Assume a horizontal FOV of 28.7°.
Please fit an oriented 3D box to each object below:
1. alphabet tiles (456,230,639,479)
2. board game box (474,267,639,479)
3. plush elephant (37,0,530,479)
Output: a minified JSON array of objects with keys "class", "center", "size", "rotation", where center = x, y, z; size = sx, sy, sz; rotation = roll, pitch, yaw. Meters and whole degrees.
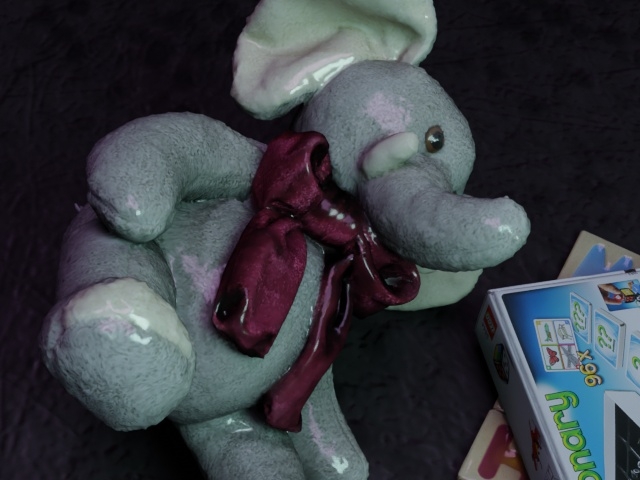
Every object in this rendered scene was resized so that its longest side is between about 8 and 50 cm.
[{"class":"alphabet tiles","center":[0.262,0.128,0.810],"size":[0.285,0.011,0.342],"rotation":[25,54,12]},{"class":"board game box","center":[0.232,0.151,0.748],"size":[0.193,0.053,0.305],"rotation":[-7,54,-13]},{"class":"plush elephant","center":[0.000,0.000,0.715],"size":[0.255,0.272,0.330],"rotation":[-32,34,1]}]
